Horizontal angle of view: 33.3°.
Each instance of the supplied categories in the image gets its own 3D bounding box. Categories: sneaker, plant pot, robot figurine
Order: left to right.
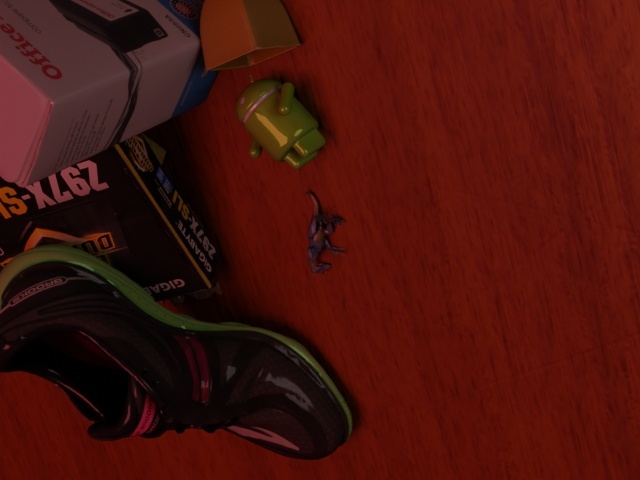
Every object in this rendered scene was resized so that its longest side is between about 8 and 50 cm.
[{"bbox_3d":[-0.191,0.184,1.329,0.483,0.202,0.185,23,132,-12],"label":"sneaker"},{"bbox_3d":[-0.086,-0.242,1.191,0.081,0.081,0.083,-15,93,39],"label":"plant pot"},{"bbox_3d":[-0.049,-0.137,1.224,0.115,0.067,0.101,47,142,6],"label":"robot figurine"}]

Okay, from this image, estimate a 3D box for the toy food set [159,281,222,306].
[{"bbox_3d":[-0.194,0.053,1.451,0.122,0.019,0.078,-16,103,39],"label":"toy food set"}]

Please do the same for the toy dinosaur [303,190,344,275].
[{"bbox_3d":[0.000,0.000,1.291,0.082,0.047,0.090,-60,41,47],"label":"toy dinosaur"}]

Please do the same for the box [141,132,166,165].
[{"bbox_3d":[-0.283,-0.046,1.439,0.087,0.058,0.232,36,129,15],"label":"box"}]

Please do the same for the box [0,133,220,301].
[{"bbox_3d":[-0.329,-0.013,1.360,0.322,0.079,0.257,-14,126,20],"label":"box"}]

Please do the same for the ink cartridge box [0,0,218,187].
[{"bbox_3d":[-0.281,-0.219,1.185,0.223,0.307,0.129,42,130,10],"label":"ink cartridge box"}]
